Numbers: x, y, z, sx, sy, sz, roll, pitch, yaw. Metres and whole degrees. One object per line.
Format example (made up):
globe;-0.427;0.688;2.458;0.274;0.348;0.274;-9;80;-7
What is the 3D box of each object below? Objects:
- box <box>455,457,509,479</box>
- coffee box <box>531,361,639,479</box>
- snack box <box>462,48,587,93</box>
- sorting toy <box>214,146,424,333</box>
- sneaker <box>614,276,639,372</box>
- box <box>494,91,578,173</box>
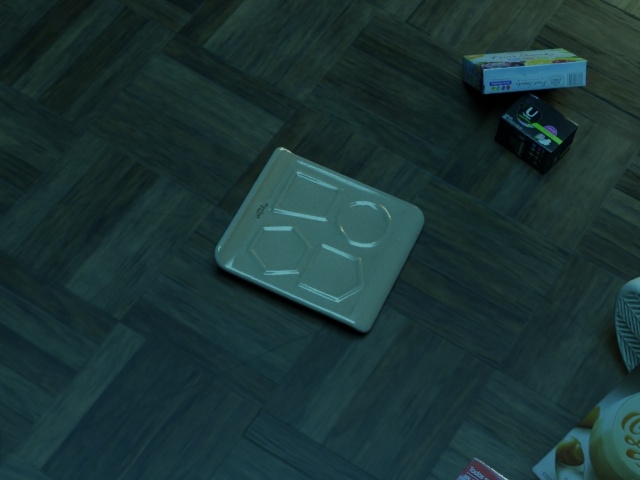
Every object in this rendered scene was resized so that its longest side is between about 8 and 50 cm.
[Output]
box;0.235;0.372;1.458;0.300;0.154;0.142;32;73;35
coffee box;0.368;0.210;1.589;0.246;0.098;0.141;-48;68;12
snack box;0.266;-0.222;1.936;0.141;0.037;0.100;-5;16;-9
sorting toy;0.000;0.000;1.802;0.208;0.038;0.193;26;59;5
sneaker;0.487;0.170;1.696;0.148;0.131;0.350;-27;69;-29
box;0.278;-0.139;1.906;0.083;0.052;0.062;37;62;18
